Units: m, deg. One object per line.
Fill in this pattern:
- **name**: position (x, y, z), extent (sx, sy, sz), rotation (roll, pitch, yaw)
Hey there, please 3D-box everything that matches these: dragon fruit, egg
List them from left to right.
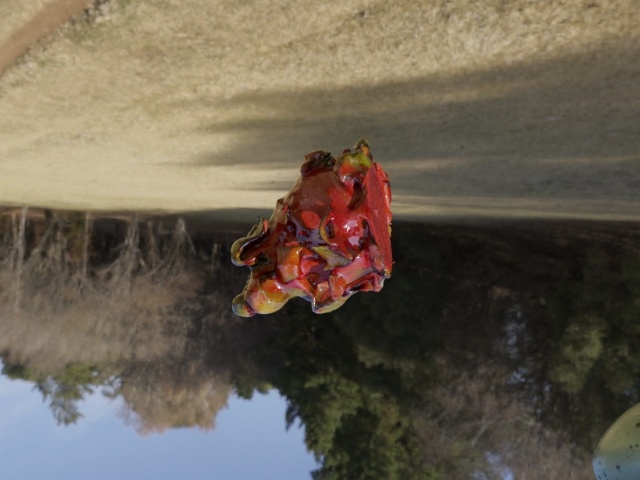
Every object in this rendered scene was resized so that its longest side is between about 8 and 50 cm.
- **dragon fruit**: position (0.000, 0.000, 0.619), extent (0.208, 0.133, 0.150), rotation (-40, -148, -16)
- **egg**: position (0.395, 0.248, 0.751), extent (0.164, 0.131, 0.131), rotation (-39, 159, 27)
